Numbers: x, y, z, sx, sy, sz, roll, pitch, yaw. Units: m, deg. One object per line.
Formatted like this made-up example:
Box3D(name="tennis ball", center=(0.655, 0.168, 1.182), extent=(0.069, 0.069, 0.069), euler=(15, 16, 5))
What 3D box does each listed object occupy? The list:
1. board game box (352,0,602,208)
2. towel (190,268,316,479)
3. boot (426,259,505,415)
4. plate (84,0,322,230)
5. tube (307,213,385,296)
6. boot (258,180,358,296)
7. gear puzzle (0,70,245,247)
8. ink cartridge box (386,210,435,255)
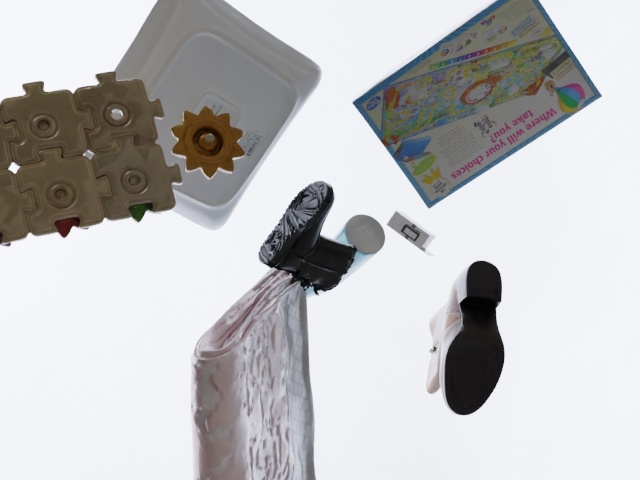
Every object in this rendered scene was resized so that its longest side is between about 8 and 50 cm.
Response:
Box3D(name="board game box", center=(0.116, -0.108, 0.776), extent=(0.103, 0.154, 0.026), euler=(53, -164, -12))
Box3D(name="towel", center=(-0.064, 0.221, 1.110), extent=(0.317, 0.053, 0.332), euler=(-47, -43, -69))
Box3D(name="boot", center=(0.211, 0.198, 1.722), extent=(0.096, 0.280, 0.264), euler=(9, -118, -9))
Box3D(name="plate", center=(-0.150, -0.161, 1.344), extent=(0.278, 0.045, 0.277), euler=(27, -80, -43))
Box3D(name="tube", center=(0.017, 0.034, 1.308), extent=(0.080, 0.207, 0.052), euler=(-9, -111, -27))
Box3D(name="boot", center=(0.000, 0.000, 1.117), extent=(0.099, 0.045, 0.121), euler=(26, -70, -39))
Box3D(name="gear puzzle", center=(-0.247, -0.093, 1.131), extent=(0.339, 0.044, 0.175), euler=(-12, -103, -20))
Box3D(name="ink cartridge box", center=(0.146, -0.011, 1.599), extent=(0.028, 0.083, 0.048), euler=(-55, -15, 10))
